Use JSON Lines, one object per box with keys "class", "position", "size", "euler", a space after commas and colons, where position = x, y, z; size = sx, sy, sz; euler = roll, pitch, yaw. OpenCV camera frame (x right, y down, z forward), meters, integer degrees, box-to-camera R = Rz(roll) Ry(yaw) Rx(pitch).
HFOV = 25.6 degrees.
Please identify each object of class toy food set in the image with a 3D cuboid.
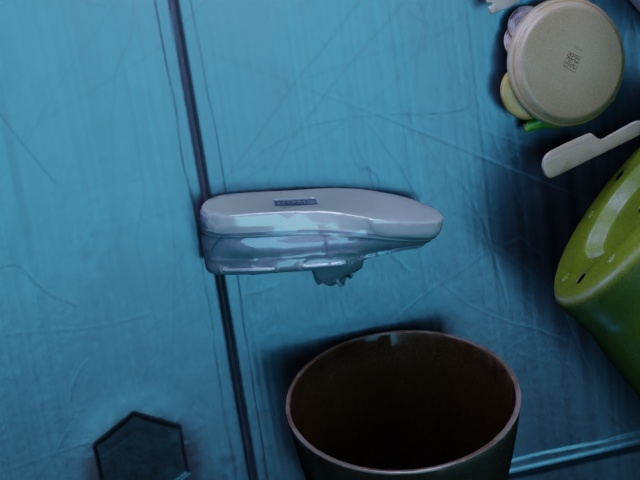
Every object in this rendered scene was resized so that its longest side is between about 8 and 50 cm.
{"class": "toy food set", "position": [0.228, -0.169, 1.341], "size": [0.132, 0.038, 0.192], "euler": [-23, 103, -13]}

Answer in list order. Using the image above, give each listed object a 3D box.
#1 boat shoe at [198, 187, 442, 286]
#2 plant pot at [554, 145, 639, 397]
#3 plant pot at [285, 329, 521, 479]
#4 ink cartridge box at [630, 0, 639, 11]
{"class": "boat shoe", "position": [0.000, 0.000, 1.316], "size": [0.227, 0.079, 0.081], "euler": [0, 114, -7]}
{"class": "plant pot", "position": [0.421, 0.065, 1.298], "size": [0.353, 0.366, 0.366], "euler": [36, 95, -7]}
{"class": "plant pot", "position": [0.084, 0.241, 1.338], "size": [0.215, 0.215, 0.230], "euler": [-11, 120, -9]}
{"class": "ink cartridge box", "position": [0.444, -0.350, 1.205], "size": [0.395, 0.285, 0.166], "euler": [-46, 108, 1]}
